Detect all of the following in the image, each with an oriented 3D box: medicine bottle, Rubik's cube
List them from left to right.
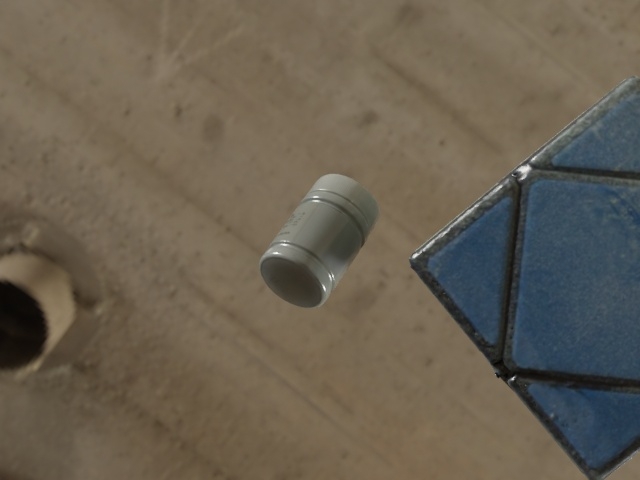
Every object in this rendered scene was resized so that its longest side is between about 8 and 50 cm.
[{"bbox_3d":[0.000,0.000,1.156,0.058,0.058,0.091,37,57,-4],"label":"medicine bottle"},{"bbox_3d":[0.208,0.025,1.120,0.205,0.205,0.207,51,6,2],"label":"Rubik's cube"}]
